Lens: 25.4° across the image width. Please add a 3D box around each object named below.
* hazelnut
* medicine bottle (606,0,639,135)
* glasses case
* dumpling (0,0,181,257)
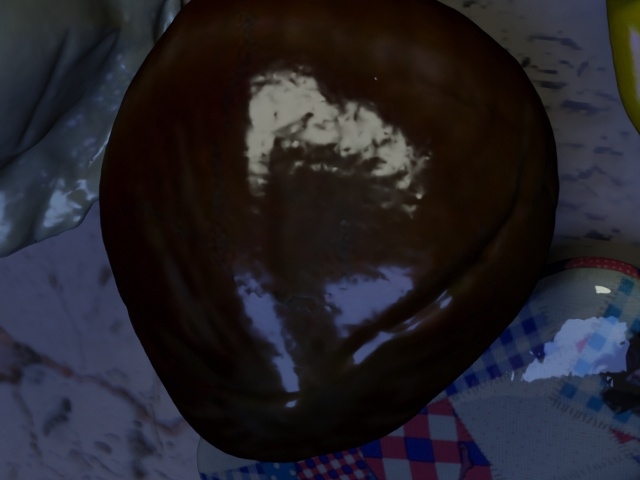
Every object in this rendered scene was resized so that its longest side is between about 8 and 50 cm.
[{"bbox_3d":[0.000,0.000,0.663,0.230,0.229,0.229,12,126,17],"label":"hazelnut"},{"bbox_3d":[0.160,-0.106,0.605,0.111,0.076,0.309,-29,106,28],"label":"medicine bottle"},{"bbox_3d":[0.064,0.105,0.789,0.327,0.076,0.125,-26,107,34],"label":"glasses case"},{"bbox_3d":[-0.183,-0.082,0.736,0.258,0.147,0.193,-30,118,5],"label":"dumpling"}]
